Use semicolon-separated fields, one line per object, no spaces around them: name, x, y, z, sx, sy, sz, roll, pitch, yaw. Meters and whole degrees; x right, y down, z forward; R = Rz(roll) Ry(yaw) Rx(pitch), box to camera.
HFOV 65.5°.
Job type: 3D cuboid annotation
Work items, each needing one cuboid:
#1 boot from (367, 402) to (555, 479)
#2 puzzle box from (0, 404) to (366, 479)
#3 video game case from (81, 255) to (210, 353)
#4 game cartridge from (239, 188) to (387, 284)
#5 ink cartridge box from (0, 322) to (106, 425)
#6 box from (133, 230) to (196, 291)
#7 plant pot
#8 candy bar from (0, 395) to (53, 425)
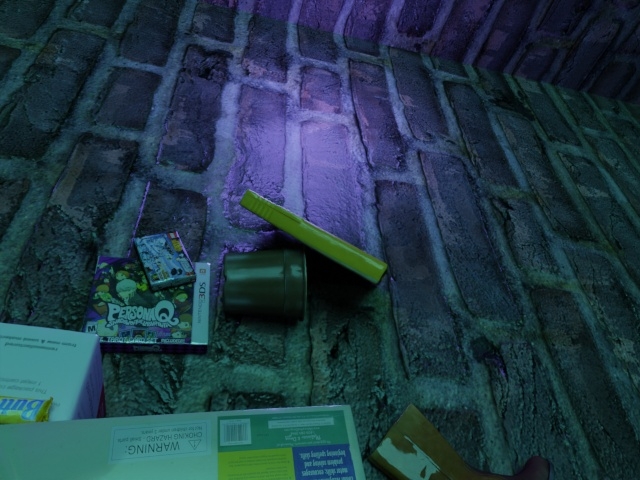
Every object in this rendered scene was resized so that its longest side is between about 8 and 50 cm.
boot;0.268;0.422;0.940;0.264;0.096;0.280;-34;58;-31
puzzle box;-0.140;0.310;0.491;0.410;0.052;0.272;2;46;-14
video game case;-0.342;0.128;1.004;0.232;0.041;0.210;5;45;-15
game cartridge;0.000;0.000;1.110;0.324;0.285;0.052;31;89;9
ink cartridge box;-0.402;0.340;0.620;0.161;0.279;0.384;10;46;-13
box;-0.328;0.041;1.045;0.094;0.027;0.137;-12;49;-29
plant pot;-0.121;0.089;1.048;0.165;0.166;0.166;0;48;-8
candy bar;-0.386;0.186;0.558;0.162;0.018;0.040;10;46;-10
